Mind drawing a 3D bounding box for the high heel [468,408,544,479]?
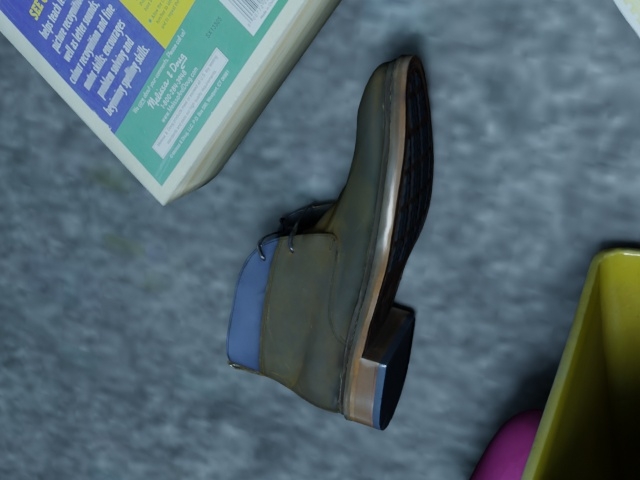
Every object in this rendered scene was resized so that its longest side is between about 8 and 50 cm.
[{"bbox_3d":[0.036,0.246,0.591,0.181,0.127,0.377,11,115,10],"label":"high heel"}]

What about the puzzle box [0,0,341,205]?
[{"bbox_3d":[-0.065,-0.243,0.483,0.272,0.052,0.409,47,128,7],"label":"puzzle box"}]

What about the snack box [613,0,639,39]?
[{"bbox_3d":[0.219,-0.096,0.356,0.187,0.060,0.322,-41,60,31],"label":"snack box"}]

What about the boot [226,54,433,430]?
[{"bbox_3d":[0.000,0.000,0.558,0.106,0.082,0.219,13,114,18],"label":"boot"}]

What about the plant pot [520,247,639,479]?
[{"bbox_3d":[0.212,0.145,0.449,0.212,0.212,0.187,6,122,23],"label":"plant pot"}]
